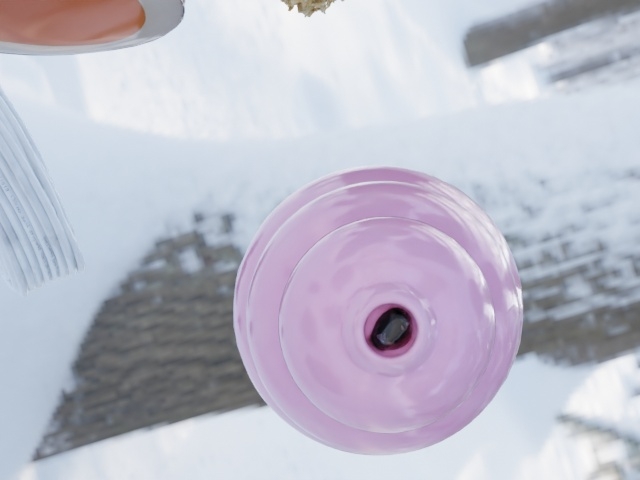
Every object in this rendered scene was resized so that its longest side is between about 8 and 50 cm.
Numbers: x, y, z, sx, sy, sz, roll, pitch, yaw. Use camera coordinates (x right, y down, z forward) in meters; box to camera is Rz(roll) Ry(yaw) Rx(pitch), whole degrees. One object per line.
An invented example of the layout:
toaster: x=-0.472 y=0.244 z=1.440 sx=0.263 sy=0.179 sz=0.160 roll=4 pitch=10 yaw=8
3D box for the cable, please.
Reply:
cable: x=-0.330 y=-0.066 z=1.659 sx=0.257 sy=0.089 sz=0.257 roll=49 pitch=-18 yaw=42

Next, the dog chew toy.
dog chew toy: x=0.041 y=0.049 z=1.087 sx=0.332 sy=0.207 sz=0.206 roll=171 pitch=-99 yaw=-90

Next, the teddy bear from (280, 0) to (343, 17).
teddy bear: x=-0.032 y=-0.248 z=1.027 sx=0.245 sy=0.338 sz=0.113 roll=44 pitch=-37 yaw=14

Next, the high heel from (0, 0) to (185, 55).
high heel: x=-0.216 y=-0.222 z=0.794 sx=0.377 sy=0.127 sz=0.181 roll=25 pitch=44 yaw=-44
